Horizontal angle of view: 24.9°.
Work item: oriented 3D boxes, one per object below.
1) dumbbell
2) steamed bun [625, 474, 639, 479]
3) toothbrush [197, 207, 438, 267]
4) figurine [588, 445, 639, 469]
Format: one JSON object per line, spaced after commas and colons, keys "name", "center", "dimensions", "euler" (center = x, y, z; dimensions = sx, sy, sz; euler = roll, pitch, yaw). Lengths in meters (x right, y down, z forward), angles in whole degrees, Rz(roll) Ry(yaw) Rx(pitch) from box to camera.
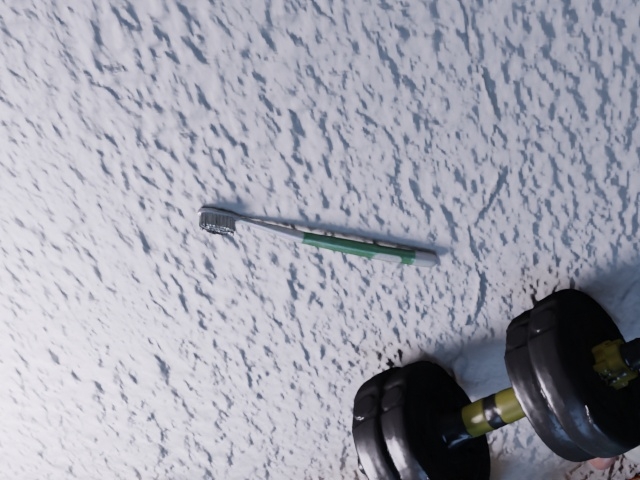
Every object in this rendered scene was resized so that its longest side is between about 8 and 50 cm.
{"name": "dumbbell", "center": [0.194, 0.186, 1.589], "dimensions": [0.388, 0.185, 0.185], "euler": [-28, 136, 31]}
{"name": "steamed bun", "center": [0.471, 0.432, 1.885], "dimensions": [0.375, 0.241, 0.374], "euler": [2, 140, 1]}
{"name": "toothbrush", "center": [0.000, 0.000, 1.464], "dimensions": [0.257, 0.024, 0.018], "euler": [10, 143, -18]}
{"name": "figurine", "center": [0.473, 0.291, 1.659], "dimensions": [0.193, 0.421, 0.154], "euler": [-28, 149, -34]}
